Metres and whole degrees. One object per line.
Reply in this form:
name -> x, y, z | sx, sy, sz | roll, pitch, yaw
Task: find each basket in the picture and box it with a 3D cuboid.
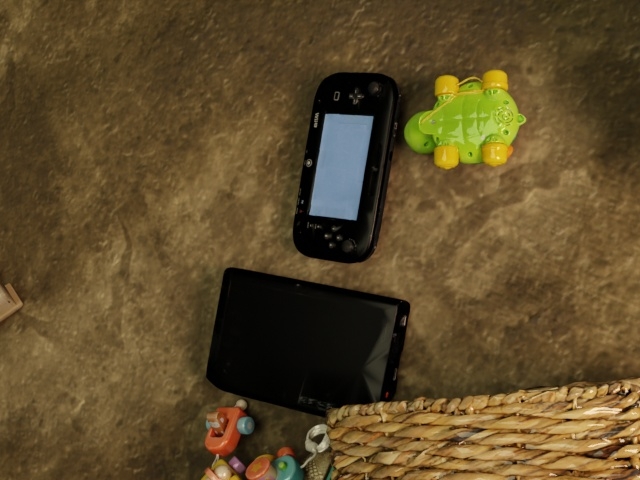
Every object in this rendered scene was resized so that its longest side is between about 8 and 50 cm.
basket -> 0.163, 0.239, 0.872 | 0.299, 0.213, 0.223 | -9, 78, 26

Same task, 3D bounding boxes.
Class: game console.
game console -> 0.000, 0.000, 1.081 | 0.213, 0.044, 0.361 | 9, 88, 28

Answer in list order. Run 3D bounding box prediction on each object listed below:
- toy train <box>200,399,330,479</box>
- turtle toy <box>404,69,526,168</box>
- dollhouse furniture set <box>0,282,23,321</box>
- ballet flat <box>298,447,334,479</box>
toy train -> -0.075, 0.215, 1.050 | 0.166, 0.046, 0.125 | -2, 52, 40
turtle toy -> 0.142, -0.114, 1.016 | 0.130, 0.066, 0.095 | -2, 81, 27
dollhouse furniture set -> -0.489, 0.066, 1.319 | 0.161, 0.101, 0.182 | -35, 66, -8
ballet flat -> -0.051, 0.296, 1.049 | 0.067, 0.073, 0.206 | 23, 92, -4
